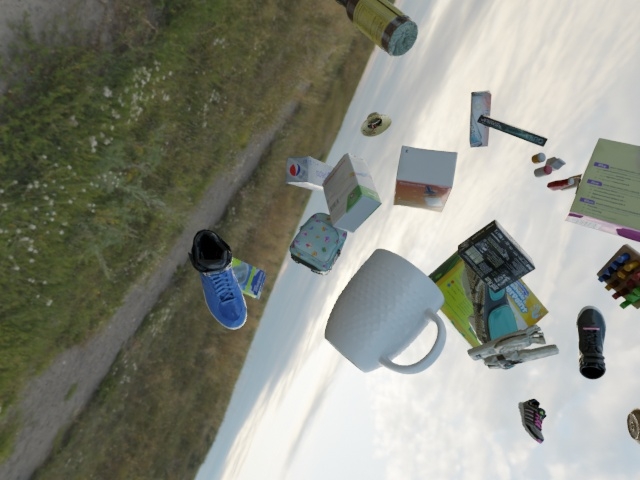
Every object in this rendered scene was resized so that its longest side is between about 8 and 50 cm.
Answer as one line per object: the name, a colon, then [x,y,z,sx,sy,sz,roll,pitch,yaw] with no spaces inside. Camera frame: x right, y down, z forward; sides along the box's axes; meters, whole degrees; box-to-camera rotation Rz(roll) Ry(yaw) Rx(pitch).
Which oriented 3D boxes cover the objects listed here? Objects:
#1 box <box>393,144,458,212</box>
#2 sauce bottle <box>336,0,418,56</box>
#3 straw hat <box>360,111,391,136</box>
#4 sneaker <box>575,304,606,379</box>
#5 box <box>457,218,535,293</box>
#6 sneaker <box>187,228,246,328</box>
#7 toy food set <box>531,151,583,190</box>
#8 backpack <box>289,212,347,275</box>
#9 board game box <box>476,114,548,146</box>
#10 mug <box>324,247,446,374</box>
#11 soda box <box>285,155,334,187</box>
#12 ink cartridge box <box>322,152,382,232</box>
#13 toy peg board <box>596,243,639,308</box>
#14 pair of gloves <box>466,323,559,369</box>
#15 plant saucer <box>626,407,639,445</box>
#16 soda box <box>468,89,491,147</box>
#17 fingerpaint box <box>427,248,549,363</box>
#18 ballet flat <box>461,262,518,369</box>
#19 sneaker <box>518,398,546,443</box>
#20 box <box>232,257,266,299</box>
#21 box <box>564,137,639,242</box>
box: [0.251,-0.146,0.999,0.170,0.130,0.090,62,39,-72]
sauce bottle: [0.152,-0.677,1.216,0.344,0.112,0.111,58,-39,31]
straw hat: [0.232,-0.520,1.768,0.144,0.145,0.061,120,-37,-60]
sneaker: [1.064,0.409,1.590,0.147,0.105,0.295,-41,126,-59]
box: [0.548,0.051,1.278,0.147,0.180,0.077,-43,-175,28]
sneaker: [-0.148,0.056,0.592,0.084,0.058,0.152,129,-57,-74]
toy food set: [0.934,-0.262,1.573,0.111,0.232,0.104,-64,-165,-14]
backpack: [0.000,0.000,1.378,0.188,0.166,0.144,-58,172,-20]
board game box: [0.539,-0.312,1.149,0.126,0.186,0.026,-33,146,-60]
mug: [0.208,0.251,1.251,0.328,0.276,0.374,-48,-136,-12]
soda box: [-0.028,-0.250,1.565,0.286,0.091,0.097,-2,94,-67]
ink cartridge box: [0.096,-0.156,1.328,0.154,0.093,0.212,-48,-140,34]
toy peg board: [0.979,0.126,1.306,0.160,0.079,0.161,55,-27,35]
pair of gloves: [0.539,0.304,1.142,0.204,0.240,0.042,-28,-131,28]
plant saucer: [0.732,0.432,0.945,0.083,0.015,0.083,1,90,-76]
soda box: [0.546,-0.415,1.397,0.058,0.063,0.183,-71,155,-53]
fingerpaint box: [0.720,0.264,1.840,0.371,0.444,0.163,-42,-175,-2]
ballet flat: [0.624,0.232,1.535,0.182,0.164,0.481,-3,-81,64]
sneaker: [0.718,0.594,1.362,0.075,0.063,0.170,-46,-174,25]
box: [-0.294,0.145,1.563,0.042,0.178,0.108,-29,-139,55]
box: [0.881,-0.147,1.197,0.117,0.214,0.242,26,86,-64]
